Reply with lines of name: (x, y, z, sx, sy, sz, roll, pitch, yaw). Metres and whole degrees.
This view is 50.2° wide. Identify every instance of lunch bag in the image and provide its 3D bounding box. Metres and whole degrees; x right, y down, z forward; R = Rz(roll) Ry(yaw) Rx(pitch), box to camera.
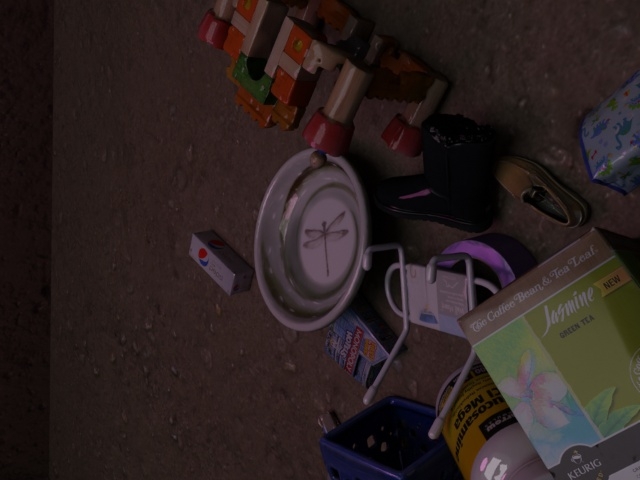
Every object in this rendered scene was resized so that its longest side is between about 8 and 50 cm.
lunch bag: (0.450, -0.163, 0.993, 0.129, 0.096, 0.151, -45, 37, 44)

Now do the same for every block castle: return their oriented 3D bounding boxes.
block castle: (-0.010, -0.327, 1.320, 0.453, 0.302, 0.213, 47, 125, 30)

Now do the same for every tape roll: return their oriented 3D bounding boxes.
tape roll: (0.300, 0.085, 1.238, 0.189, 0.080, 0.189, 17, 113, 46)

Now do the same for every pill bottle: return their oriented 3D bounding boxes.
pill bottle: (0.311, 0.336, 1.091, 0.334, 0.187, 0.188, -111, 19, -75)

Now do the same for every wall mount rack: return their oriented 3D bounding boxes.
wall mount rack: (0.176, 0.163, 1.224, 0.350, 0.130, 0.305, 9, 105, 61)

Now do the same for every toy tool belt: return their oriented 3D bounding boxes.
toy tool belt: (0.024, 0.465, 1.682, 0.051, 0.052, 0.083, 95, 151, -68)

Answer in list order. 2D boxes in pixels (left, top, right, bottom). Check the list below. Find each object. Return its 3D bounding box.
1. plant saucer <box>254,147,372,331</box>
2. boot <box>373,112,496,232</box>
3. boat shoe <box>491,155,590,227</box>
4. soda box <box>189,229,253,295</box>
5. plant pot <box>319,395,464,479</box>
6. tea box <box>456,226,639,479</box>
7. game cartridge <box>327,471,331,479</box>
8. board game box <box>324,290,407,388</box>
plant saucer: (0.000, 0.000, 1.504, 0.400, 0.100, 0.401, -12, 75, 51)
boot: (0.199, -0.134, 1.227, 0.246, 0.094, 0.207, 18, 135, 33)
boat shoe: (0.354, -0.084, 1.137, 0.190, 0.072, 0.068, 39, 127, 37)
soda box: (-0.278, 0.059, 1.899, 0.216, 0.069, 0.074, 39, 126, 35)
plant pot: (0.163, 0.476, 1.385, 0.235, 0.235, 0.212, 8, 111, 47)
tea box: (0.401, 0.177, 0.916, 0.220, 0.329, 0.324, -40, 69, 24)
game cartridge: (0.146, 0.669, 1.583, 0.355, 0.068, 0.230, 27, 115, 42)
board game box: (0.094, 0.233, 1.525, 0.194, 0.060, 0.194, 37, 126, 38)
